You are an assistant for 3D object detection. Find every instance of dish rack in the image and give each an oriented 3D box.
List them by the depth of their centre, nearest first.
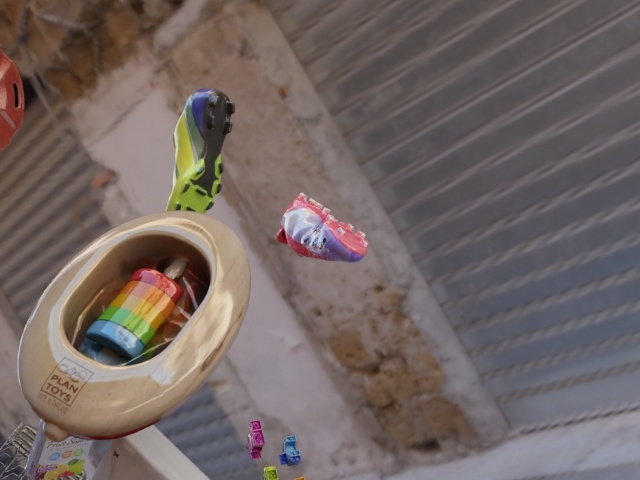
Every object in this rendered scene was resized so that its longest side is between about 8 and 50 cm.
[{"bbox_3d":[-0.588,0.497,2.166,0.074,0.208,0.271,-38,12,39],"label":"dish rack"}]

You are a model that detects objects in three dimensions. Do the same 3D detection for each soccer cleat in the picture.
[{"bbox_3d":[0.000,0.000,1.713,0.095,0.083,0.248,-60,29,6],"label":"soccer cleat"},{"bbox_3d":[-0.251,-0.160,2.115,0.121,0.289,0.093,8,-10,44],"label":"soccer cleat"}]

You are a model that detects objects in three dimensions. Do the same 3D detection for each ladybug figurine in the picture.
[{"bbox_3d":[-0.286,0.144,1.689,0.449,0.305,0.162,-51,-22,-34],"label":"ladybug figurine"}]

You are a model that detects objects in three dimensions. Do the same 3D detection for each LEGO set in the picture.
[{"bbox_3d":[-0.070,0.443,1.940,0.087,0.227,0.093,-5,-31,-19],"label":"LEGO set"}]

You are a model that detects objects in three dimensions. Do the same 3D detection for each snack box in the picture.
[{"bbox_3d":[-0.456,0.361,1.902,0.100,0.037,0.141,-3,-52,-42],"label":"snack box"}]

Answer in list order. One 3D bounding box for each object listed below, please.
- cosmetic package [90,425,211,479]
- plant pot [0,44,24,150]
[{"bbox_3d":[-0.290,0.532,1.734,0.097,0.284,0.377,2,-59,-59],"label":"cosmetic package"},{"bbox_3d":[-0.651,-0.226,1.760,0.265,0.272,0.272,-6,15,29],"label":"plant pot"}]
